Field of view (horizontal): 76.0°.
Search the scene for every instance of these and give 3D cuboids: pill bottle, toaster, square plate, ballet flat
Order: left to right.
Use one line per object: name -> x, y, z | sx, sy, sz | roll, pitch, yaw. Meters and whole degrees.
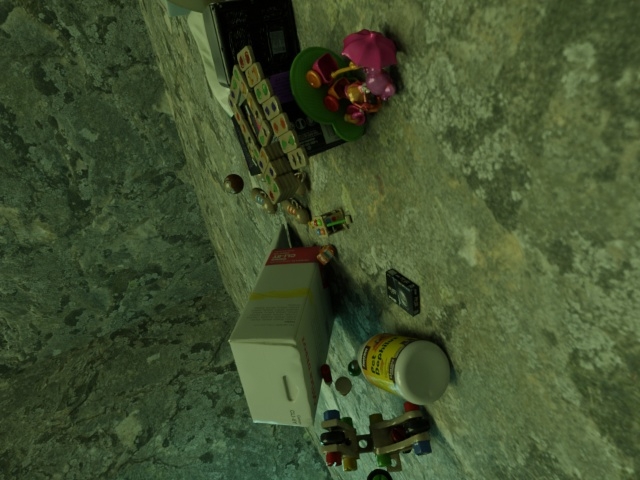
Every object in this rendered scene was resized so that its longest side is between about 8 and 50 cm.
ballet flat -> -0.249, -0.497, 1.113 | 0.401, 0.139, 0.139 | 65, 159, 10
toaster -> -0.137, -0.403, 0.856 | 0.110, 0.167, 0.186 | 39, 144, 57
square plate -> -0.138, 0.180, 1.316 | 0.347, 0.049, 0.344 | -76, -18, -54
pill bottle -> 0.158, 0.255, 0.846 | 0.117, 0.117, 0.215 | 68, 159, -1

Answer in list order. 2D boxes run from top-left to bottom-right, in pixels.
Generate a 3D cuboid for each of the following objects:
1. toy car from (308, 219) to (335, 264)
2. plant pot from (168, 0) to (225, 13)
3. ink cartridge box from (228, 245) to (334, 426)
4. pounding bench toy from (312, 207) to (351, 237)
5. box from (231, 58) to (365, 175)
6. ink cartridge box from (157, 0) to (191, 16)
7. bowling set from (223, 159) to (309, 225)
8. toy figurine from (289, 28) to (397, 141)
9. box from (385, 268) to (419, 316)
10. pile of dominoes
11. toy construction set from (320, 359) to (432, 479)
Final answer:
toy car -> 0.000, 0.000, 1.075 | 0.040, 0.060, 0.122 | -32, 87, 37
plant pot -> -0.239, -0.589, 0.839 | 0.191, 0.284, 0.284 | 39, -175, -46
ink cartridge box -> -0.078, 0.231, 1.072 | 0.385, 0.160, 0.280 | -74, -22, -59
pounding bench toy -> 0.026, -0.040, 0.950 | 0.083, 0.065, 0.052 | -3, 108, 68
box -> -0.059, -0.232, 0.826 | 0.270, 0.165, 0.144 | 6, 116, 67
ink cartridge box -> -0.436, -0.799, 1.241 | 0.128, 0.127, 0.176 | 54, 155, 31
bowling set -> -0.139, -0.141, 1.089 | 0.154, 0.199, 0.287 | 39, 149, 50
toy figurine -> 0.058, -0.246, 0.635 | 0.173, 0.130, 0.159 | 52, 155, -20
box -> 0.164, 0.103, 0.820 | 0.083, 0.018, 0.067 | 38, 144, 52
pile of dominoes -> -0.111, -0.190, 0.710 | 0.251, 0.040, 0.196 | 63, 157, 8
toy construction set -> 0.108, 0.463, 1.020 | 0.309, 0.257, 0.237 | 54, 165, 30
